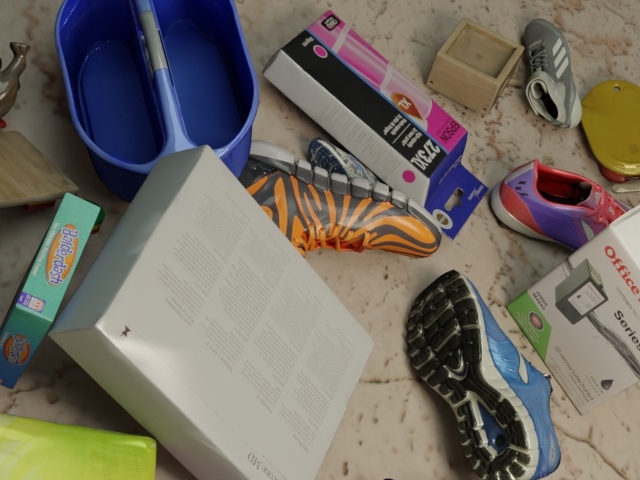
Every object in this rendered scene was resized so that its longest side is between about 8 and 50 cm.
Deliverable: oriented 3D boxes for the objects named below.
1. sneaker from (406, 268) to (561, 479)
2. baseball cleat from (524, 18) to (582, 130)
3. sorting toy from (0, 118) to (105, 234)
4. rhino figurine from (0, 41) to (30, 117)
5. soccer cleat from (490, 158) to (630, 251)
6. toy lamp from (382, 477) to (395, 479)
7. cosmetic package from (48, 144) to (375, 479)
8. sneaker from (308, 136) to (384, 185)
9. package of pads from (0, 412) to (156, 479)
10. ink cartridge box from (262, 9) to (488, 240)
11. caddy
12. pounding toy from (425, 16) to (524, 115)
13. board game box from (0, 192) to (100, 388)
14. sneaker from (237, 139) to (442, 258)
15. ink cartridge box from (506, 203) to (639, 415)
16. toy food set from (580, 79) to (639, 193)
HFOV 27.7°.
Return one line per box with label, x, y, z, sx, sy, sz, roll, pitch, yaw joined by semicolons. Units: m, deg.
sneaker;0.229;0.190;1.785;0.147;0.129;0.330;17;44;-48
baseball cleat;0.368;-0.280;2.114;0.109;0.072;0.206;8;57;-50
sorting toy;-0.402;-0.083;1.628;0.274;0.046;0.132;41;29;23
rhino figurine;-0.480;-0.204;1.609;0.243;0.073;0.106;1;99;-41
soccer cleat;0.420;-0.033;1.988;0.318;0.116;0.109;21;56;-14
toy lamp;-0.010;0.372;1.580;0.274;0.080;0.080;-19;73;-32
cosmetic package;-0.113;0.119;1.561;0.377;0.097;0.284;51;46;-29
sneaker;0.039;-0.103;1.890;0.135;0.052;0.058;44;43;-7
package of pads;-0.334;0.309;1.442;0.296;0.101;0.229;11;60;-21
ink cartridge box;0.099;-0.174;1.923;0.371;0.069;0.176;43;38;-2
caddy;-0.213;-0.215;1.700;0.241;0.179;0.341;-13;64;-9
pounding toy;0.256;-0.271;2.066;0.130;0.100;0.141;29;51;9
board game box;-0.328;0.062;1.514;0.047;0.210;0.160;25;56;-12
sneaker;0.000;0.000;1.779;0.321;0.125;0.180;19;60;-3
ink cartridge box;0.417;0.096;1.818;0.114;0.273;0.198;-26;77;-34
toy food set;0.497;-0.155;2.131;0.128;0.071;0.218;-11;65;-5
